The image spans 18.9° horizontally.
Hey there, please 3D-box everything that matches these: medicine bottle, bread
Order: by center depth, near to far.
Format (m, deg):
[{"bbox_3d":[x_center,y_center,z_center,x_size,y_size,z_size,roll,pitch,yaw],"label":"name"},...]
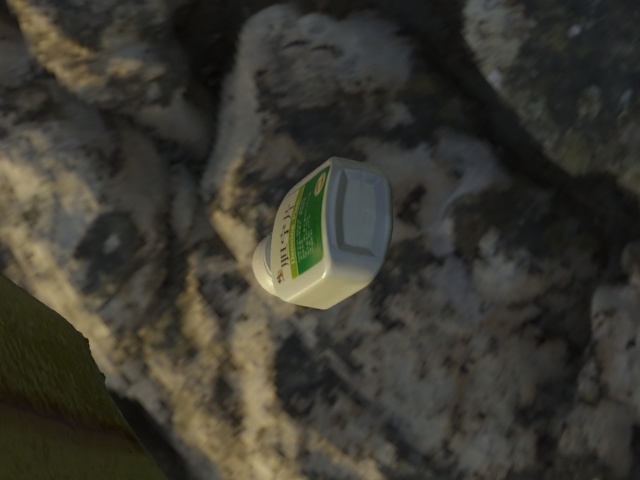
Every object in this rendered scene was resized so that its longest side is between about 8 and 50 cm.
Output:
[{"bbox_3d":[-0.269,0.146,1.258,0.245,0.362,0.233,-21,71,9],"label":"bread"},{"bbox_3d":[0.000,0.000,1.768,0.069,0.183,0.119,9,71,-20],"label":"medicine bottle"}]
